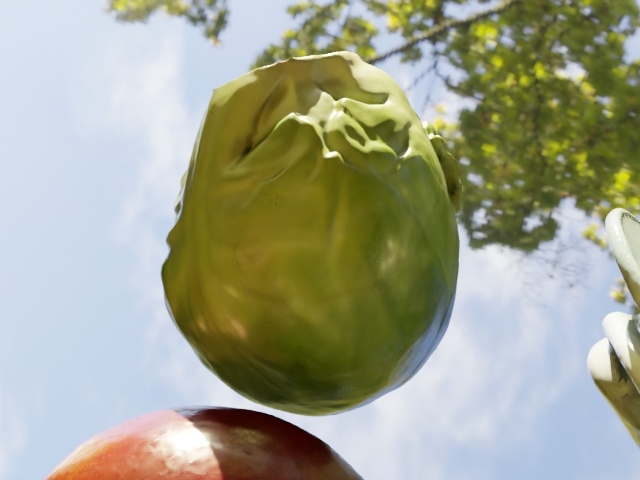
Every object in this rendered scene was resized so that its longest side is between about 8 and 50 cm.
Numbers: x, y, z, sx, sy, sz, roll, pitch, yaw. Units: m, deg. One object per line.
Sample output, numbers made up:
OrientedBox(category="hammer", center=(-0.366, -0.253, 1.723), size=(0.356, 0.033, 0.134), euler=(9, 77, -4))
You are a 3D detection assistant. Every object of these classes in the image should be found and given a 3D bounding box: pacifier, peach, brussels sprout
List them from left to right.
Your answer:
OrientedBox(category="peach", center=(-0.066, 0.193, 0.789), size=(0.199, 0.243, 0.243), euler=(-51, -131, 18))
OrientedBox(category="brussels sprout", center=(0.000, 0.000, 0.908), size=(0.244, 0.244, 0.244), euler=(-13, -109, 44))
OrientedBox(category="pacifier", center=(0.298, 0.080, 0.837), size=(0.226, 0.238, 0.287), euler=(-36, -83, 16))
